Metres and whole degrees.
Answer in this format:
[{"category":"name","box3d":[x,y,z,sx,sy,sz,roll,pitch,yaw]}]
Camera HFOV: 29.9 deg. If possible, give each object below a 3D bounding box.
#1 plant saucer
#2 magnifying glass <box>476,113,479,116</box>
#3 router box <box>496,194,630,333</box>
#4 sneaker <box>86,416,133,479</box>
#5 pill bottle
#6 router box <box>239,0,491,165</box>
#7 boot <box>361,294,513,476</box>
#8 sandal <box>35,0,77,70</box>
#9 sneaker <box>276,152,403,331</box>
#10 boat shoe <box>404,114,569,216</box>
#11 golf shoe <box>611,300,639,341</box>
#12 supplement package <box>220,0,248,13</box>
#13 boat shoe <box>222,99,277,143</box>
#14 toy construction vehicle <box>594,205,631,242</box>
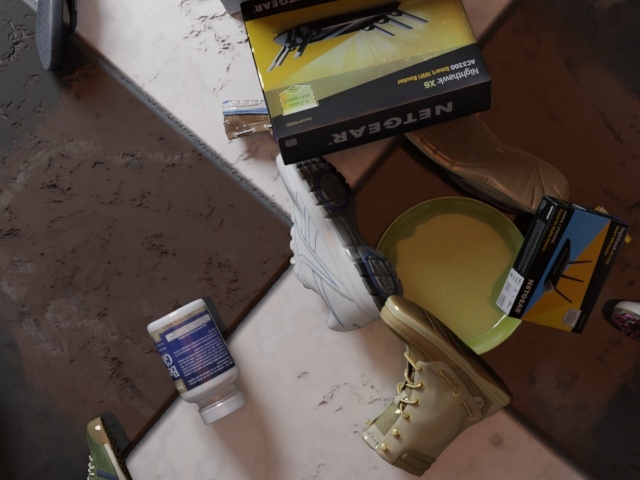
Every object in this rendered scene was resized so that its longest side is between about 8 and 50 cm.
[{"category":"plant saucer","box3d":[0.195,0.055,1.780,0.241,0.037,0.241,0,90,1]},{"category":"magnifying glass","box3d":[0.125,-0.222,1.787,0.231,0.026,0.092,20,90,0]},{"category":"router box","box3d":[0.348,0.036,1.721,0.133,0.046,0.179,14,107,-23]},{"category":"sneaker","box3d":[-0.323,0.365,1.774,0.086,0.064,0.192,-25,93,-4]},{"category":"pill bottle","box3d":[-0.177,0.179,1.757,0.094,0.094,0.169,-27,89,1]},{"category":"router box","box3d":[0.061,-0.263,1.708,0.309,0.081,0.243,-16,63,-1]},{"category":"boot","box3d":[0.127,0.214,1.713,0.203,0.095,0.262,-43,122,10]},{"category":"sandal","box3d":[-0.381,-0.378,1.766,0.054,0.097,0.254,2,91,-26]},{"category":"sneaker","box3d":[0.000,0.000,1.748,0.129,0.111,0.297,-34,74,32]},{"category":"boat shoe","box3d":[0.224,-0.116,1.750,0.285,0.092,0.103,29,68,-2]},{"category":"golf shoe","box3d":[0.521,0.114,1.768,0.186,0.067,0.086,14,64,1]},{"category":"supplement package","box3d":[-0.036,-0.441,1.699,0.262,0.204,0.145,-16,89,1]},{"category":"boat shoe","box3d":[-0.053,-0.175,1.775,0.183,0.066,0.066,1,97,9]},{"category":"toy construction vehicle","box3d":[0.399,0.002,1.780,0.098,0.035,0.086,-43,89,9]}]
